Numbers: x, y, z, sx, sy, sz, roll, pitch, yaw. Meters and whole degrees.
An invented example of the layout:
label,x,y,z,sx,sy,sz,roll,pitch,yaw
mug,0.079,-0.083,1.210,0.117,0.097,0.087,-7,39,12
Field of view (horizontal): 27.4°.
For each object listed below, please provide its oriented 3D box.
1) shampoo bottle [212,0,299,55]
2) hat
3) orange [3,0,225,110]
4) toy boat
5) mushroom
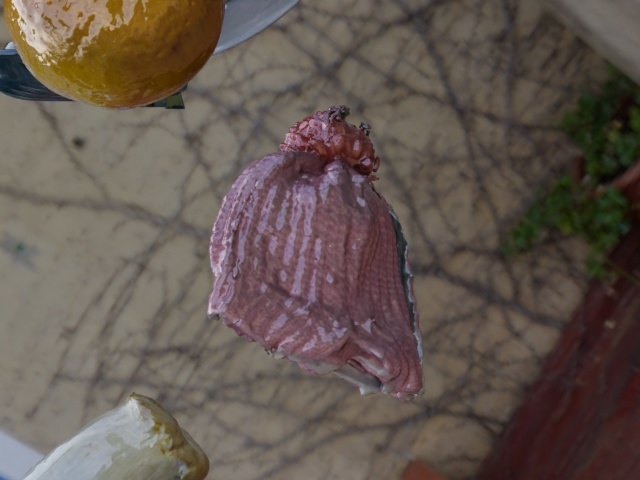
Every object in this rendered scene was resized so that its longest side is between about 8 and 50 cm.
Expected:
label,x,y,z,sx,sy,sz,roll,pitch,yaw
shampoo bottle,-0.147,-0.372,1.527,0.273,0.266,0.273,-27,29,16
hat,0.000,0.000,1.201,0.107,0.237,0.286,-29,47,40
orange,-0.167,-0.193,1.072,0.155,0.178,0.177,-23,37,60
toy boat,-0.251,-0.191,1.378,0.093,0.246,0.103,9,100,53
mushroom,-0.250,0.239,1.038,0.351,0.122,0.095,-30,33,-21
